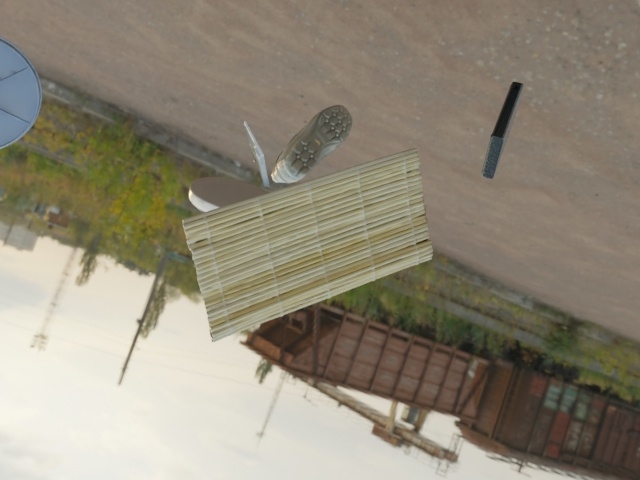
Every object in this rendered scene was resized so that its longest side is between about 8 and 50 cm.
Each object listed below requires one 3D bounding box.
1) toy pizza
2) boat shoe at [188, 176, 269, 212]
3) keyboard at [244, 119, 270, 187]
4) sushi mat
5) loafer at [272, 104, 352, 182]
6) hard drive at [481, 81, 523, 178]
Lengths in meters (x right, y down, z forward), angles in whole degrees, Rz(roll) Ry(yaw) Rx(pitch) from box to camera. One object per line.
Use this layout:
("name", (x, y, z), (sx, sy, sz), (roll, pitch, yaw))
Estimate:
("toy pizza", (-0.530, -0.224, 0.966), (0.201, 0.201, 0.032), (25, -163, -45))
("boat shoe", (-0.133, -0.021, 1.422), (0.340, 0.158, 0.127), (17, -142, -3))
("keyboard", (-0.122, -0.162, 1.246), (0.014, 0.072, 0.256), (-21, 173, -5))
("sushi mat", (0.000, 0.000, 0.770), (0.316, 0.151, 0.019), (-19, -164, -22))
("loafer", (-0.023, -0.263, 1.722), (0.111, 0.319, 0.112), (-19, 112, 49))
("hard drive", (0.295, -0.178, 1.037), (0.022, 0.135, 0.094), (19, 147, 15))
